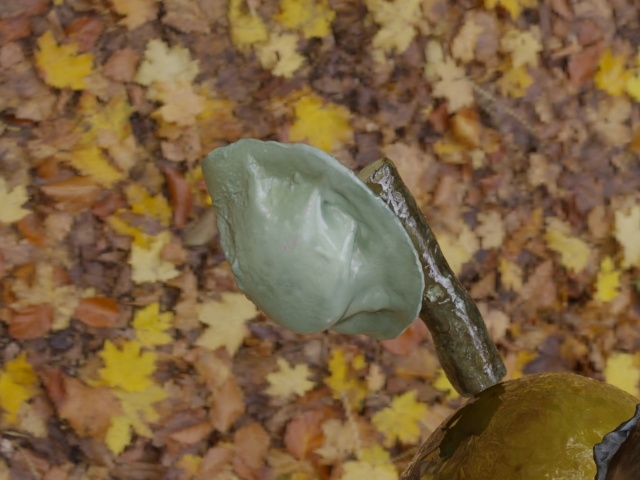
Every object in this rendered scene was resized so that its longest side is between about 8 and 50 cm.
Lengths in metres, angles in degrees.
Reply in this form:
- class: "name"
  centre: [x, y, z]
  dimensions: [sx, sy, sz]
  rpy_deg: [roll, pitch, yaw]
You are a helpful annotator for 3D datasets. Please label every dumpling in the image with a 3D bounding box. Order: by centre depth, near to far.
- class: "dumpling"
  centre: [-0.010, 0.011, 0.943]
  dimensions: [0.219, 0.153, 0.108]
  rpy_deg: [40, 76, -16]

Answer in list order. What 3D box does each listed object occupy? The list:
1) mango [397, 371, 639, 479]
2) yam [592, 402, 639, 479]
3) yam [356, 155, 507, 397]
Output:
- class: "mango"
  centre: [0.103, 0.292, 0.787]
  dimensions: [0.221, 0.301, 0.445]
  rpy_deg: [29, 92, -20]
- class: "yam"
  centre: [0.149, 0.112, 0.355]
  dimensions: [0.131, 0.280, 0.131]
  rpy_deg: [0, 89, 7]
- class: "yam"
  centre: [0.096, 0.035, 1.107]
  dimensions: [0.061, 0.061, 0.252]
  rpy_deg: [-44, 116, -29]
